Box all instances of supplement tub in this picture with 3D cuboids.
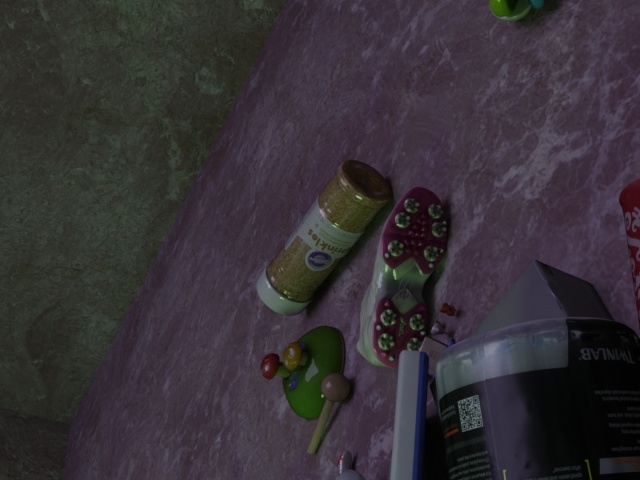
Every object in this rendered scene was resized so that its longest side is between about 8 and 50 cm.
[{"bbox_3d":[0.229,0.257,0.776,0.207,0.207,0.338,-37,51,53],"label":"supplement tub"}]

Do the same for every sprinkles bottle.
[{"bbox_3d":[0.000,0.000,1.671,0.355,0.121,0.121,-53,27,34],"label":"sprinkles bottle"}]

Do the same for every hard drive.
[{"bbox_3d":[0.111,0.334,1.080,0.210,0.040,0.319,83,-167,-53],"label":"hard drive"}]

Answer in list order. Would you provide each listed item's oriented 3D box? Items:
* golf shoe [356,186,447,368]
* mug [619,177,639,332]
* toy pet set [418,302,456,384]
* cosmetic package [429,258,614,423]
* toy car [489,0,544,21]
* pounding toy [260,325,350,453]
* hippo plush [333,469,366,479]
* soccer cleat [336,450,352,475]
[{"bbox_3d":[0.121,0.060,1.366,0.140,0.115,0.306,-29,43,67],"label":"golf shoe"},{"bbox_3d":[0.374,0.035,0.852,0.113,0.150,0.169,-7,63,24],"label":"mug"},{"bbox_3d":[0.185,0.161,1.228,0.122,0.065,0.114,-66,-12,2],"label":"toy pet set"},{"bbox_3d":[0.245,0.155,1.013,0.238,0.107,0.127,-54,27,28],"label":"cosmetic package"},{"bbox_3d":[0.326,-0.438,1.305,0.136,0.159,0.182,12,80,31],"label":"toy car"},{"bbox_3d":[-0.041,0.253,1.568,0.183,0.110,0.237,-61,24,21],"label":"pounding toy"},{"bbox_3d":[-0.051,0.472,1.206,0.234,0.236,0.294,151,130,-70],"label":"hippo plush"},{"bbox_3d":[0.042,0.391,1.375,0.035,0.029,0.083,1,76,57],"label":"soccer cleat"}]
